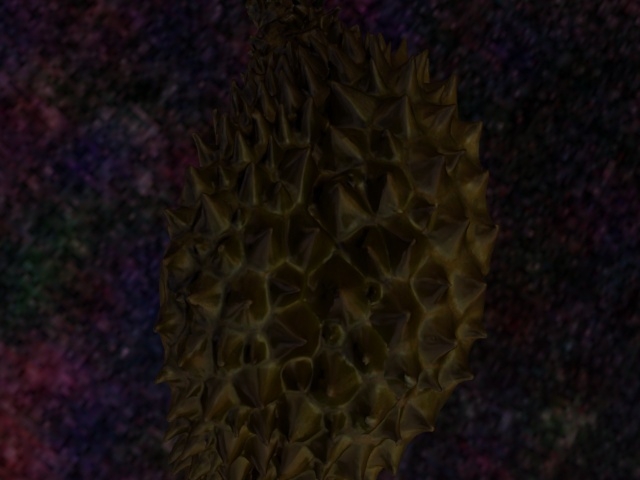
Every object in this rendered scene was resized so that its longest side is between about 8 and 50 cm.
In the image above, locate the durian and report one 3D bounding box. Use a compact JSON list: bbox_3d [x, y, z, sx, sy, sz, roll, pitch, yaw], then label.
[{"bbox_3d":[0.000,0.000,0.884,0.172,0.306,0.166,1,167,-5],"label":"durian"}]
